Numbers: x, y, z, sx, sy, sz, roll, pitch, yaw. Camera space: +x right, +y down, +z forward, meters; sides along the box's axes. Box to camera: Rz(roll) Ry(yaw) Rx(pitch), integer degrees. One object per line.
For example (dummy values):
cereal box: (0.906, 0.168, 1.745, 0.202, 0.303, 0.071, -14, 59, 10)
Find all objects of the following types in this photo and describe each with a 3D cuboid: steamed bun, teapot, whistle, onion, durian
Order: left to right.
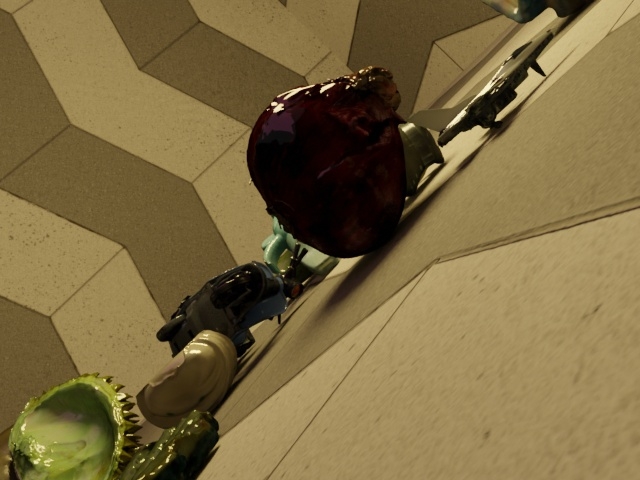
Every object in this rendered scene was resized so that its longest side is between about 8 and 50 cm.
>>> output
durian: (-0.383, 0.331, 1.346, 0.394, 0.198, 0.163, -125, 42, -57)
steamed bun: (-0.205, 0.231, 1.386, 0.183, 0.106, 0.183, -43, -2, -2)
whistle: (-0.033, -0.015, 1.659, 0.186, 0.093, 0.274, -36, 33, -1)
onion: (0.016, -0.102, 1.236, 0.281, 0.281, 0.221, -46, -38, 6)
teapot: (0.134, -0.130, 1.404, 0.119, 0.130, 0.166, -32, -29, 1)

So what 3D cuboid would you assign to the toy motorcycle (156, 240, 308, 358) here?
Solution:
toy motorcycle: (-0.156, 0.129, 1.539, 0.212, 0.125, 0.358, -20, -18, -41)

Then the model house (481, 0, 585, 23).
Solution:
model house: (0.432, -0.621, 1.432, 0.395, 0.400, 0.445, -35, 7, -16)

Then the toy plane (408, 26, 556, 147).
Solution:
toy plane: (0.238, -0.195, 1.171, 0.234, 0.082, 0.160, -32, -5, 8)

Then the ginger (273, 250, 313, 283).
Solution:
ginger: (-0.003, 0.004, 1.780, 0.290, 0.089, 0.137, -42, -13, -17)

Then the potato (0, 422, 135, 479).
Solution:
potato: (-0.490, 0.424, 1.538, 0.243, 0.221, 0.326, -10, 19, 22)

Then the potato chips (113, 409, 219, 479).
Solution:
potato chips: (-0.258, 0.342, 1.001, 0.358, 0.070, 0.429, -47, 2, 41)
